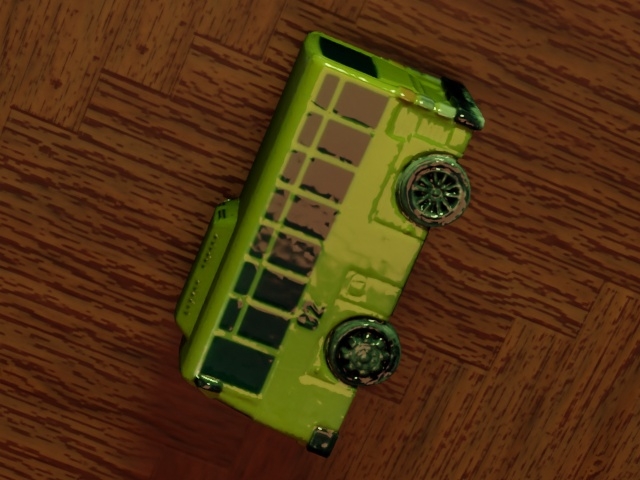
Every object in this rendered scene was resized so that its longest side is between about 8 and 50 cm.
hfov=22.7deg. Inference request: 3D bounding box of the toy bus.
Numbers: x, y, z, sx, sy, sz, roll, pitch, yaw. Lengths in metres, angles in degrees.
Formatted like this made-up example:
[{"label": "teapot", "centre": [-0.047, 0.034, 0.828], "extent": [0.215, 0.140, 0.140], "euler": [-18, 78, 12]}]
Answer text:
[{"label": "toy bus", "centre": [0.000, 0.000, 1.098], "extent": [0.150, 0.128, 0.262], "euler": [22, 105, -8]}]
